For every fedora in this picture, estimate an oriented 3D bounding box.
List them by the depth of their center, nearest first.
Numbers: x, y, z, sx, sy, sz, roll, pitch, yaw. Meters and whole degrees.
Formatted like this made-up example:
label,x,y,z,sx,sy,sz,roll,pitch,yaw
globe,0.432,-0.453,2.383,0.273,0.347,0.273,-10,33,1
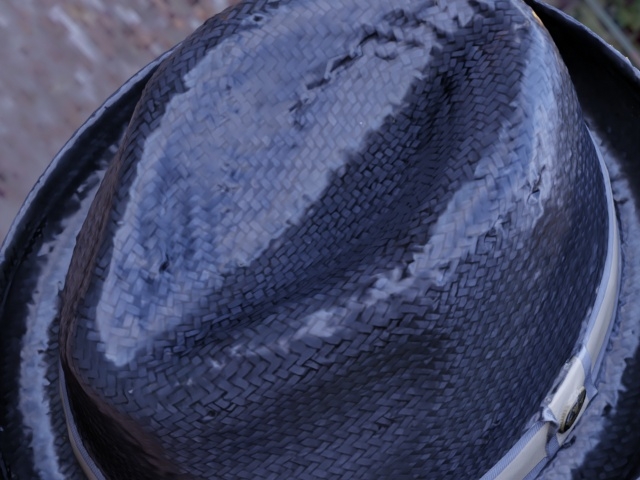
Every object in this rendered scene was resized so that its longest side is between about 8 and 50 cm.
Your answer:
label,x,y,z,sx,sy,sz,roll,pitch,yaw
fedora,0.000,0.000,0.735,0.152,0.334,0.334,75,-9,-62
